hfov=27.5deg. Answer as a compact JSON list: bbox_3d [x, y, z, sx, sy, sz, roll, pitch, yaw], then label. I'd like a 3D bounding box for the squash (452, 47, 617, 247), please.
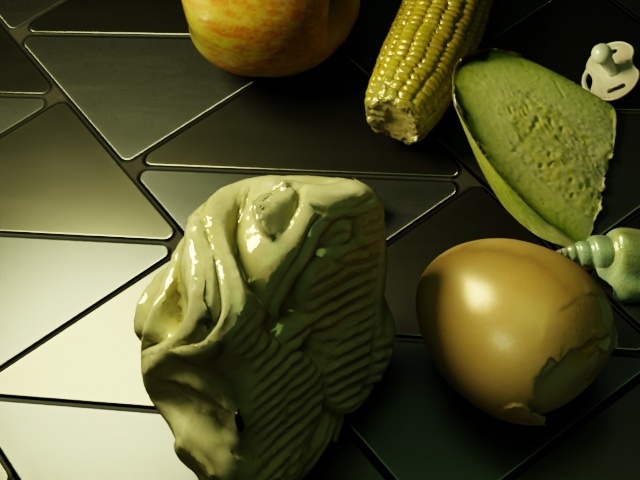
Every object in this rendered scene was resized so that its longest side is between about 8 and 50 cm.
[{"bbox_3d":[0.271,-0.137,1.688,0.204,0.155,0.237,8,56,18],"label":"squash"}]

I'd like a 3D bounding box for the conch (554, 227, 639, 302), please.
[{"bbox_3d":[0.376,0.024,1.607,0.180,0.065,0.088,3,55,4],"label":"conch"}]

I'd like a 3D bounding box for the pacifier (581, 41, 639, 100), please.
[{"bbox_3d":[0.388,-0.237,1.783,0.081,0.078,0.099,-21,52,22],"label":"pacifier"}]

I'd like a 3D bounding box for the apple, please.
[{"bbox_3d":[-0.068,-0.352,1.833,0.264,0.264,0.264,-5,55,7],"label":"apple"}]

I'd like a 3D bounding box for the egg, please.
[{"bbox_3d":[0.217,0.097,1.502,0.244,0.201,0.201,34,67,30],"label":"egg"}]

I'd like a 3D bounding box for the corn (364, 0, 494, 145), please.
[{"bbox_3d":[0.156,-0.283,1.824,0.131,0.131,0.344,14,61,19],"label":"corn"}]

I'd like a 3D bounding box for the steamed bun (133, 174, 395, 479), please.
[{"bbox_3d":[-0.092,0.098,1.490,0.237,0.346,0.394,17,84,36],"label":"steamed bun"}]

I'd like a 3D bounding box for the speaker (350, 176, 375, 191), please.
[{"bbox_3d":[0.000,0.000,1.703,0.040,0.046,0.191,32,66,27],"label":"speaker"}]
